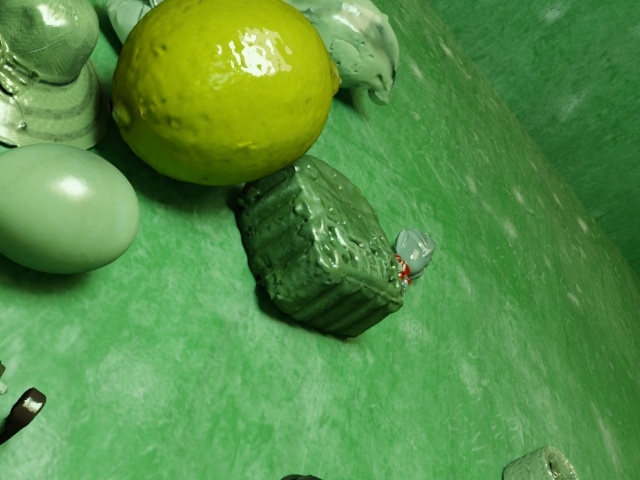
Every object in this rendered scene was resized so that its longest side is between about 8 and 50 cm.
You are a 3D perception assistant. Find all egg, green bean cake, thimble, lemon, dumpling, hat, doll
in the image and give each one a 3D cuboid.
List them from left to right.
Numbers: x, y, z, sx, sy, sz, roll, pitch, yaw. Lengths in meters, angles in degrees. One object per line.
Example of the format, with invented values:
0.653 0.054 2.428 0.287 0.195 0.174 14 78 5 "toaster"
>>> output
-0.293 -0.219 0.714 0.252 0.110 0.252 37 33 -30 "hat"
-0.231 -0.028 0.607 0.152 0.114 0.114 13 50 -46 "egg"
-0.112 -0.179 0.815 0.263 0.236 0.236 3 58 -51 "lemon"
0.000 0.000 0.937 0.222 0.125 0.227 24 37 -46 "green bean cake"
0.043 -0.416 1.352 0.318 0.187 0.243 35 38 -29 "dumpling"
0.148 0.035 1.180 0.180 0.079 0.094 -50 120 -48 "doll"
0.358 0.395 1.115 0.115 0.090 0.102 40 29 -24 "thimble"

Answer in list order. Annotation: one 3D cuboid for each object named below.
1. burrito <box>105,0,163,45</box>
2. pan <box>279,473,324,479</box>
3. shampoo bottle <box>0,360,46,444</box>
-0.125 -0.277 1.042 0.445 0.101 0.139 3 57 -57 "burrito"
-0.018 0.323 0.666 0.136 0.028 0.235 52 29 -7 "pan"
-0.295 0.052 0.482 0.236 0.068 0.067 45 31 -17 "shampoo bottle"
